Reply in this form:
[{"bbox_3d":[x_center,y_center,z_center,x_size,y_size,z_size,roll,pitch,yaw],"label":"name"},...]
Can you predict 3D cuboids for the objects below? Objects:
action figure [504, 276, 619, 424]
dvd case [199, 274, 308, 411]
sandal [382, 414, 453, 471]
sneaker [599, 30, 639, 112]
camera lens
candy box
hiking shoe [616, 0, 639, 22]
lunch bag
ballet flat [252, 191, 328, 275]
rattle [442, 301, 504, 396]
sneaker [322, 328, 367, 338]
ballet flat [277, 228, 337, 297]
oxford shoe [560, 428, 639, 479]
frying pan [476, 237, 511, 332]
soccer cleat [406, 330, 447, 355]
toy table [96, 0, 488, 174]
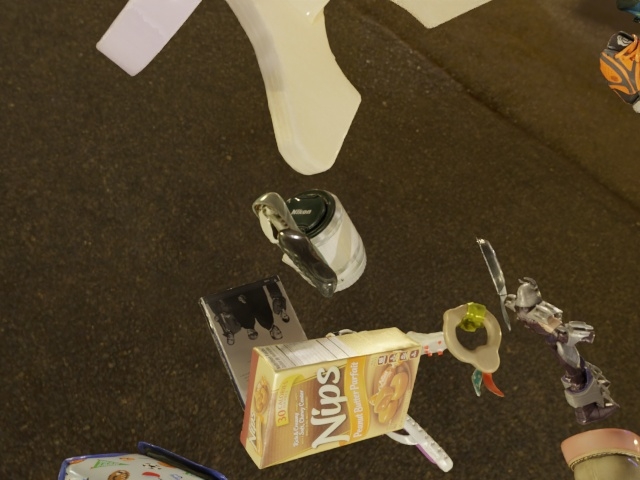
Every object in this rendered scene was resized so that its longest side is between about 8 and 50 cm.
[{"bbox_3d":[0.441,0.186,0.994,0.285,0.099,0.185,58,8,-7],"label":"action figure"},{"bbox_3d":[-0.119,0.199,1.092,0.179,0.029,0.239,-15,68,-31],"label":"dvd case"},{"bbox_3d":[0.235,0.580,1.678,0.416,0.169,0.102,42,84,6],"label":"sandal"},{"bbox_3d":[0.761,-0.436,1.246,0.180,0.321,0.124,43,74,10],"label":"sneaker"},{"bbox_3d":[0.000,0.000,1.617,0.219,0.274,0.219,-16,47,18],"label":"camera lens"},{"bbox_3d":[0.025,0.269,0.962,0.316,0.183,0.087,-2,19,-34],"label":"candy box"},{"bbox_3d":[0.661,-0.374,0.985,0.113,0.132,0.304,-13,43,-27],"label":"hiking shoe"},{"bbox_3d":[-0.419,0.666,1.371,0.327,0.385,0.239,7,76,27],"label":"lunch bag"},{"bbox_3d":[-0.061,0.006,1.039,0.068,0.072,0.213,-33,88,-47],"label":"ballet flat"},{"bbox_3d":[0.324,0.245,1.178,0.130,0.143,0.200,-12,74,-27],"label":"rattle"},{"bbox_3d":[0.049,0.345,1.677,0.126,0.321,0.128,-1,79,-45],"label":"sneaker"},{"bbox_3d":[-0.029,0.035,0.950,0.057,0.049,0.173,-15,43,-27],"label":"ballet flat"},{"bbox_3d":[0.526,0.422,0.843,0.397,0.140,0.147,26,42,-24],"label":"oxford shoe"},{"bbox_3d":[0.577,0.139,1.755,0.053,0.197,0.326,-22,77,14],"label":"frying pan"},{"bbox_3d":[0.246,0.254,1.342,0.068,0.196,0.076,27,48,-29],"label":"soccer cleat"},{"bbox_3d":[-0.013,-0.190,0.387,0.161,0.252,0.274,36,79,-29],"label":"toy table"}]
